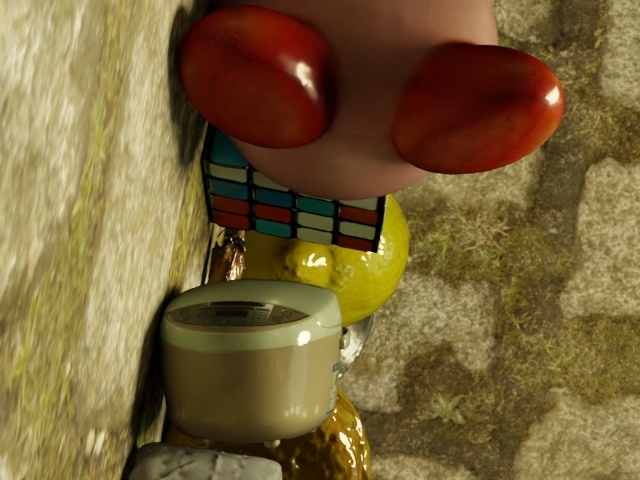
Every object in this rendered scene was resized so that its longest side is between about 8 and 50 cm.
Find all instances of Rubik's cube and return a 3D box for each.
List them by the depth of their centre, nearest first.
[{"bbox_3d":[-0.011,-0.092,1.458,0.155,0.154,0.151,94,6,-72],"label":"Rubik's cube"}]

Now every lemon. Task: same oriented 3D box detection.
[{"bbox_3d":[0.000,0.000,1.728,0.248,0.184,0.184,-69,168,-70],"label":"lemon"}]

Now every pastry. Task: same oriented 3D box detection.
[{"bbox_3d":[-0.047,0.197,1.468,0.103,0.189,0.188,-31,132,-75],"label":"pastry"}]

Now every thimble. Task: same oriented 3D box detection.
[{"bbox_3d":[-0.095,0.232,1.267,0.127,0.118,0.151,95,5,-64],"label":"thimble"}]

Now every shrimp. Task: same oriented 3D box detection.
[{"bbox_3d":[-0.095,0.068,1.576,0.124,0.034,0.178,103,-1,-84],"label":"shrimp"}]

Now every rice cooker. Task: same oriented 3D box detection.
[{"bbox_3d":[-0.052,0.093,1.319,0.206,0.145,0.127,8,83,-80],"label":"rice cooker"}]

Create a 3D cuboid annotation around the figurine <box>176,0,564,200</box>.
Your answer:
[{"bbox_3d":[0.019,-0.125,1.265,0.261,0.270,0.211,-93,-165,-48],"label":"figurine"}]

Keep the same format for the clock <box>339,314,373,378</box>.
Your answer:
[{"bbox_3d":[-0.028,0.107,1.830,0.040,0.184,0.184,50,33,-28],"label":"clock"}]
